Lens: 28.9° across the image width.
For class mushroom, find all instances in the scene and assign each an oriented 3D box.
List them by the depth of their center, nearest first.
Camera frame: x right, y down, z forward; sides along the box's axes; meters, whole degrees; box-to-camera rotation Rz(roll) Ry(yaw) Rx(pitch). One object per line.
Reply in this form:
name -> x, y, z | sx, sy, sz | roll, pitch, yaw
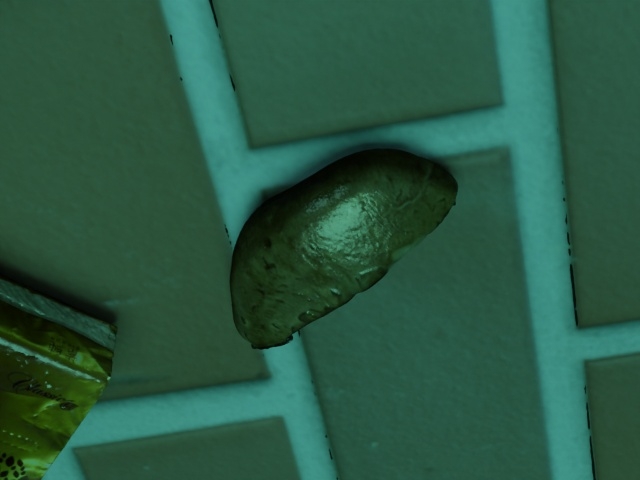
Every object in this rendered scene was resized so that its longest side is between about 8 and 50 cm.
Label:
mushroom -> -0.001, 0.001, 0.911 | 0.210, 0.072, 0.094 | -32, 110, 21

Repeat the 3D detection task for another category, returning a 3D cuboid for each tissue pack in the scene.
tissue pack -> -0.297, 0.097, 0.966 | 0.226, 0.092, 0.183 | 26, 120, -20
